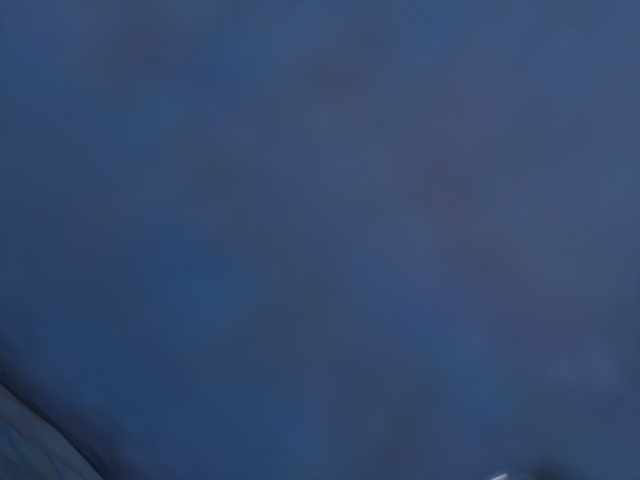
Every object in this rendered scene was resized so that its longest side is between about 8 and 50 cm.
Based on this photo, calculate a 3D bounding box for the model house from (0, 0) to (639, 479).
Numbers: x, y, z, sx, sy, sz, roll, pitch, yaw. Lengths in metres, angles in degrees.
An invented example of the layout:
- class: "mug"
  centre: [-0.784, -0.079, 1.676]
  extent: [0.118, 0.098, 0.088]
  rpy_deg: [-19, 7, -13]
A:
- class: "model house"
  centre: [0.000, 0.000, 0.604]
  extent: [0.297, 0.360, 0.339]
  rpy_deg: [-45, 158, -25]
